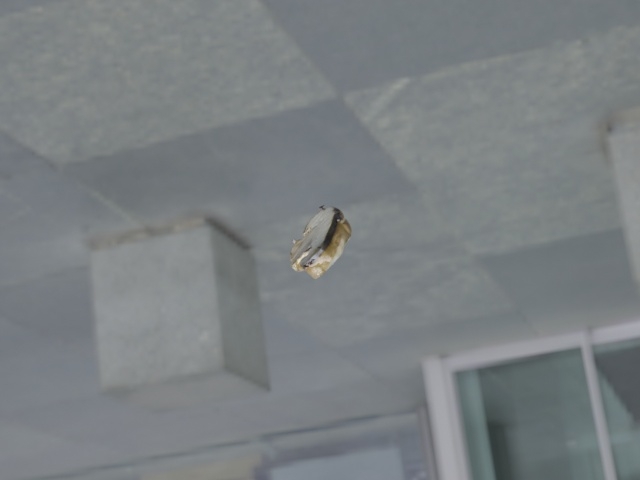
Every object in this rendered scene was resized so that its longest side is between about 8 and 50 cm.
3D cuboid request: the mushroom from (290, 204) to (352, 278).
[{"bbox_3d":[0.000,0.000,0.966,0.049,0.019,0.101,-42,-167,12],"label":"mushroom"}]
